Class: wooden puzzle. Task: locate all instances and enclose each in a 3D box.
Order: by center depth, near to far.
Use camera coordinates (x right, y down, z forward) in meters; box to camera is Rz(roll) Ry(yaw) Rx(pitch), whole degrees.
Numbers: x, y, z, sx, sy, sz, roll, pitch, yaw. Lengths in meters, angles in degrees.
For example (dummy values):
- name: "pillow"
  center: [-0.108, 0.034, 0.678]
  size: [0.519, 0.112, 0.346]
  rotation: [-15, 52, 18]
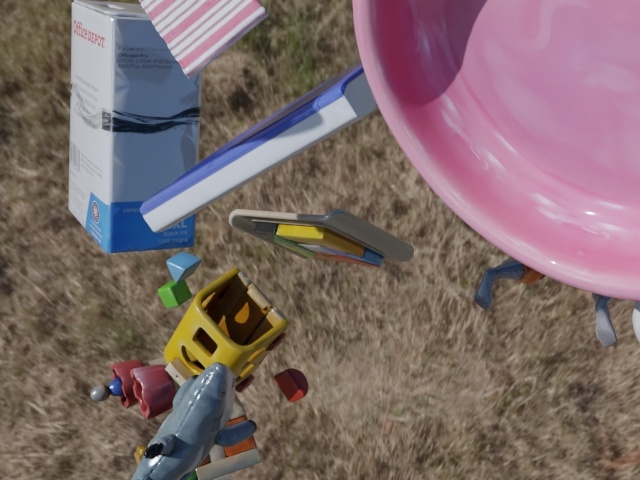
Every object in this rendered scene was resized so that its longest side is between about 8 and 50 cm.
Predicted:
- name: "wooden puzzle"
  center: [0.000, 0.000, 1.569]
  size: [0.239, 0.221, 0.044]
  rotation: [-1, 72, 41]

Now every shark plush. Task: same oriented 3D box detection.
- name: "shark plush"
  center: [-0.128, 0.164, 0.772]
  size: [0.161, 0.067, 0.073]
  rotation: [-39, 73, -6]

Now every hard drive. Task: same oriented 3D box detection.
- name: "hard drive"
  center: [-0.032, -0.120, 1.018]
  size: [0.040, 0.319, 0.210]
  rotation: [57, 42, -10]

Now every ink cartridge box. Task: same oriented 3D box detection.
- name: "ink cartridge box"
  center: [-0.330, -0.208, 1.671]
  size: [0.166, 0.285, 0.394]
  rotation: [-4, 109, -27]

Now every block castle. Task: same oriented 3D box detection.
- name: "block castle"
  center: [-0.234, 0.420, 1.635]
  size: [0.213, 0.303, 0.453]
  rotation: [-16, 91, -21]

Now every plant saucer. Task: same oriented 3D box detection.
- name: "plant saucer"
  center: [0.171, -0.112, 0.617]
  size: [0.332, 0.332, 0.084]
  rotation: [40, 61, 15]

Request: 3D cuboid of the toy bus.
- name: "toy bus"
  center: [-0.125, 0.128, 1.089]
  size: [0.191, 0.202, 0.104]
  rotation: [5, 27, 38]

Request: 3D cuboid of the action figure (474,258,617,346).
- name: "action figure"
  center: [0.414, -0.010, 1.308]
  size: [0.341, 0.178, 0.330]
  rotation: [4, 42, 45]

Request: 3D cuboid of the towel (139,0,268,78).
- name: "towel"
  center: [-0.168, -0.333, 1.337]
  size: [0.144, 0.029, 0.197]
  rotation: [-37, 63, 10]

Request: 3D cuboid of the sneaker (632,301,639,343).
- name: "sneaker"
  center: [0.377, 0.067, 0.868]
  size: [0.290, 0.106, 0.123]
  rotation: [14, 34, -28]
